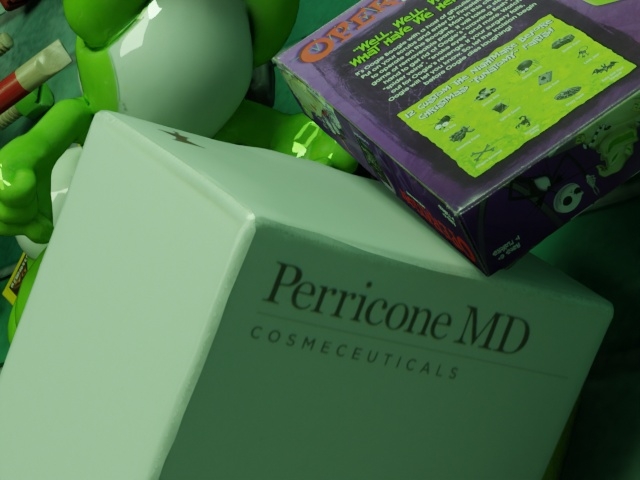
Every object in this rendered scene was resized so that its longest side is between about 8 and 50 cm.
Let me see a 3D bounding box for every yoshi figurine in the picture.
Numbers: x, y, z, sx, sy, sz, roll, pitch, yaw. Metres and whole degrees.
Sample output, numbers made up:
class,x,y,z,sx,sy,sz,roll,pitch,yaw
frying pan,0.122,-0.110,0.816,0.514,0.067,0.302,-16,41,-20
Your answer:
class,x,y,z,sx,sy,sz,roll,pitch,yaw
yoshi figurine,-0.096,-0.052,1.037,0.203,0.203,0.362,25,113,15

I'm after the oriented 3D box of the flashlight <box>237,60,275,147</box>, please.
class,x,y,z,sx,sy,sz,roll,pitch,yaw
flashlight,-0.087,-0.170,1.282,0.103,0.103,0.304,-44,28,26

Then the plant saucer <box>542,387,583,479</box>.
class,x,y,z,sx,sy,sz,roll,pitch,yaw
plant saucer,0.069,0.133,0.984,0.188,0.045,0.188,2,73,54

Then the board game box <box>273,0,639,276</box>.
class,x,y,z,sx,sy,sz,roll,pitch,yaw
board game box,0.165,-0.136,0.873,0.347,0.056,0.208,-34,39,-7

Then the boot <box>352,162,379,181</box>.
class,x,y,z,sx,sy,sz,roll,pitch,yaw
boot,0.000,0.000,1.119,0.229,0.091,0.263,-42,38,32

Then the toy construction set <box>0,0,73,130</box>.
class,x,y,z,sx,sy,sz,roll,pitch,yaw
toy construction set,-0.273,-0.270,1.574,0.237,0.257,0.309,-31,66,23

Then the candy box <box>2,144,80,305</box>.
class,x,y,z,sx,sy,sz,roll,pitch,yaw
candy box,-0.191,-0.024,1.451,0.105,0.027,0.206,35,99,52

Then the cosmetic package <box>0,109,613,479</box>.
class,x,y,z,sx,sy,sz,roll,pitch,yaw
cosmetic package,-0.061,0.188,0.886,0.161,0.230,0.453,35,108,52
